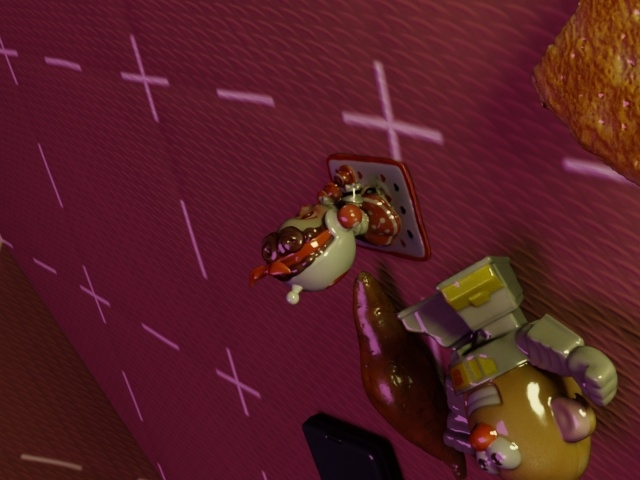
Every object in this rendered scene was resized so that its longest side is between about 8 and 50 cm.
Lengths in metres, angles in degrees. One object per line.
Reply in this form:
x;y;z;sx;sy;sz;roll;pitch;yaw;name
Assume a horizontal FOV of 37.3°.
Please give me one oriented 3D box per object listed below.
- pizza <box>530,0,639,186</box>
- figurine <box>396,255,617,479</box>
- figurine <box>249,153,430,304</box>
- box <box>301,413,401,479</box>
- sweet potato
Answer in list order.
0.308;-0.181;0.830;0.280;0.075;0.287;-124;32;-43;pizza
0.232;0.174;1.174;0.284;0.167;0.342;63;172;10;figurine
0.000;0.000;1.324;0.183;0.226;0.160;12;127;53;figurine
0.063;0.420;1.772;0.230;0.050;0.160;9;124;54;box
0.122;0.218;1.451;0.359;0.112;0.112;58;150;-3;sweet potato
